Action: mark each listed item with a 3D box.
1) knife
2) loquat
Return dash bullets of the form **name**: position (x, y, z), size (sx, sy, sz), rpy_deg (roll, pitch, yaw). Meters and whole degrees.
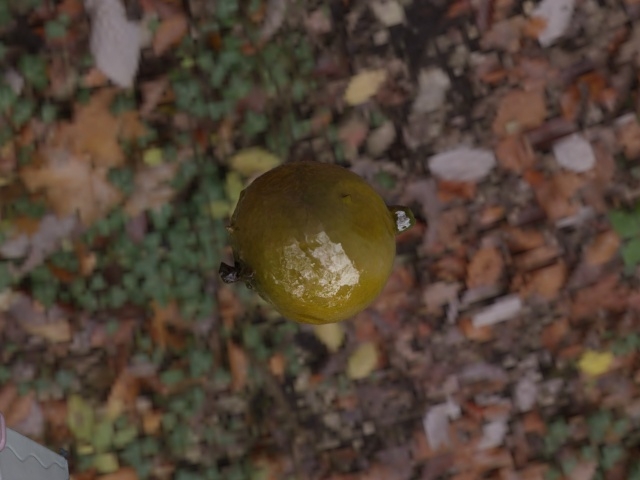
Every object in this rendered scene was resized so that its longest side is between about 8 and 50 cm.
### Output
- **knife**: position (-0.259, 0.179, 1.390), size (0.043, 0.081, 0.336), rpy_deg (-11, 158, 9)
- **loquat**: position (0.000, 0.000, 1.670), size (0.205, 0.172, 0.149), rpy_deg (-15, 136, -21)
